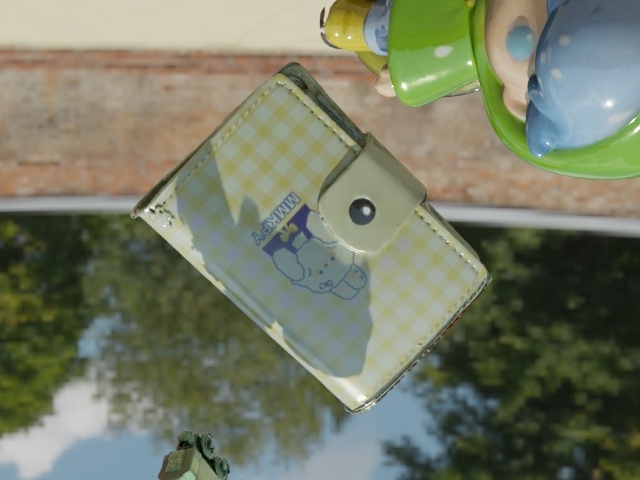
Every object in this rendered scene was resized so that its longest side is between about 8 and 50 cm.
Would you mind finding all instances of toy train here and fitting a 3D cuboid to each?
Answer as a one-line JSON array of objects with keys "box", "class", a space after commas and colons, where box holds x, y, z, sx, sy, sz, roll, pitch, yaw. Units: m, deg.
[{"box": [-0.095, 0.239, 1.576, 0.038, 0.148, 0.071, -16, -144, 26], "class": "toy train"}]

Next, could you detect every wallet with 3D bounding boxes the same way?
[{"box": [0.000, 0.000, 1.683, 0.223, 0.309, 0.077, -45, -162, 3], "class": "wallet"}]

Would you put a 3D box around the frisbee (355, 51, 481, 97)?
[{"box": [0.120, -0.245, 1.573, 0.236, 0.236, 0.017, 6, 170, 28], "class": "frisbee"}]

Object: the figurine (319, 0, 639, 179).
[{"box": [0.130, -0.124, 1.004, 0.263, 0.162, 0.143, 16, 162, 32], "class": "figurine"}]
